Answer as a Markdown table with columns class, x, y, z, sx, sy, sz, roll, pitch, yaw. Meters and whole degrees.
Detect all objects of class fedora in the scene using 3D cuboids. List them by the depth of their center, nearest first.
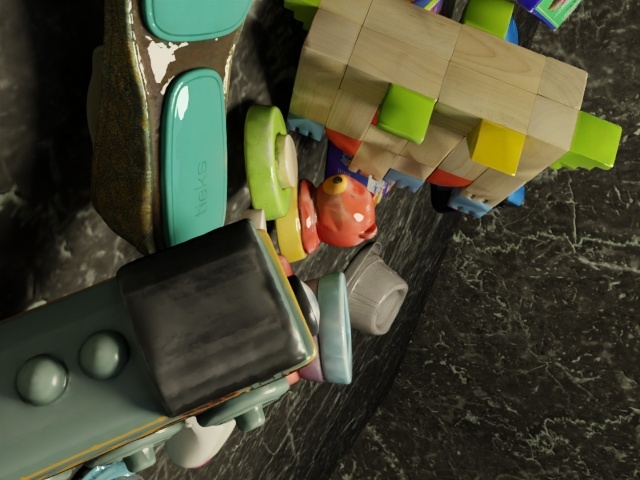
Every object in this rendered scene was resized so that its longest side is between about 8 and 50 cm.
| class | x | y | z | sx | sy | sz | roll | pitch | yaw |
| --- | --- | --- | --- | --- | --- | --- | --- | --- | --- |
| fedora | 0.123 | 0.134 | 1.492 | 0.244 | 0.124 | 0.275 | -62 | 162 | -3 |

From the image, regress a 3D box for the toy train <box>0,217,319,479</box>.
| class | x | y | z | sx | sy | sz | roll | pitch | yaw |
| --- | --- | --- | --- | --- | --- | --- | --- | --- | --- |
| toy train | -0.154 | 0.094 | 0.440 | 0.333 | 0.142 | 0.190 | -20 | 166 | -9 |

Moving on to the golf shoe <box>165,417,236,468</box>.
| class | x | y | z | sx | sy | sz | roll | pitch | yaw |
| --- | --- | --- | --- | --- | --- | --- | --- | --- | --- |
| golf shoe | -0.161 | 0.147 | 0.768 | 0.140 | 0.115 | 0.307 | -13 | 120 | -57 |

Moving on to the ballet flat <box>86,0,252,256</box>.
| class | x | y | z | sx | sy | sz | roll | pitch | yaw |
| --- | --- | --- | --- | --- | --- | --- | --- | --- | --- |
| ballet flat | -0.115 | -0.147 | 0.457 | 0.123 | 0.123 | 0.349 | -37 | 145 | -54 |

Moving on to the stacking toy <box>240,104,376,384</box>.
| class | x | y | z | sx | sy | sz | roll | pitch | yaw |
| --- | --- | --- | --- | --- | --- | --- | --- | --- | --- |
| stacking toy | 0.000 | 0.000 | 0.751 | 0.280 | 0.130 | 0.309 | 77 | 10 | -55 |

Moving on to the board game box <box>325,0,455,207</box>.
| class | x | y | z | sx | sy | sz | roll | pitch | yaw |
| --- | --- | --- | --- | --- | --- | --- | --- | --- | --- |
| board game box | 0.107 | -0.228 | 1.019 | 0.233 | 0.078 | 0.347 | -50 | 158 | -38 |

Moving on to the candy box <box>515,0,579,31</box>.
| class | x | y | z | sx | sy | sz | roll | pitch | yaw |
| --- | --- | --- | --- | --- | --- | --- | --- | --- | --- |
| candy box | 0.202 | -0.381 | 0.738 | 0.122 | 0.268 | 0.317 | -48 | 172 | 28 |

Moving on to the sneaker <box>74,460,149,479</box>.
| class | x | y | z | sx | sy | sz | roll | pitch | yaw |
| --- | --- | --- | --- | --- | --- | --- | --- | --- | --- |
| sneaker | -0.269 | 0.394 | 0.749 | 0.262 | 0.125 | 0.104 | -65 | 162 | 5 |

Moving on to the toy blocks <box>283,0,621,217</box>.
| class | x | y | z | sx | sy | sz | roll | pitch | yaw |
| --- | --- | --- | --- | --- | --- | --- | --- | --- | --- |
| toy blocks | 0.111 | -0.149 | 0.771 | 0.261 | 0.381 | 0.191 | 121 | -11 | -73 |

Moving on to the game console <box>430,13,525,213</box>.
| class | x | y | z | sx | sy | sz | roll | pitch | yaw |
| --- | --- | --- | --- | --- | --- | --- | --- | --- | --- |
| game console | 0.224 | -0.195 | 1.006 | 0.250 | 0.173 | 0.294 | 1 | 86 | -67 |
